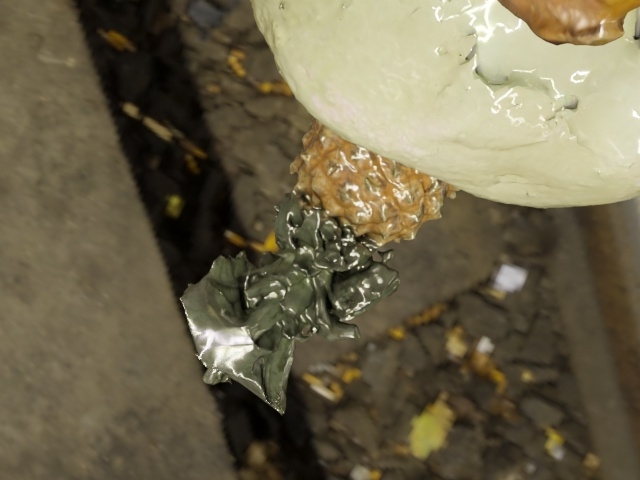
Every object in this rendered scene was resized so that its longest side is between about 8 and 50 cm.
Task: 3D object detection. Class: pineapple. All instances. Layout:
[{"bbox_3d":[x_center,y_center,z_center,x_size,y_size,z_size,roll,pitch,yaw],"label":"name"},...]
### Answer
[{"bbox_3d":[0.000,0.000,1.196,0.237,0.119,0.111,-58,160,5],"label":"pineapple"}]

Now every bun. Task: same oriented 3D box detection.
[{"bbox_3d":[0.082,-0.125,0.625,0.239,0.141,0.239,1,79,-4],"label":"bun"}]

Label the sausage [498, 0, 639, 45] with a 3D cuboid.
[{"bbox_3d":[0.128,-0.151,0.396,0.270,0.109,0.109,-40,119,-11],"label":"sausage"}]
